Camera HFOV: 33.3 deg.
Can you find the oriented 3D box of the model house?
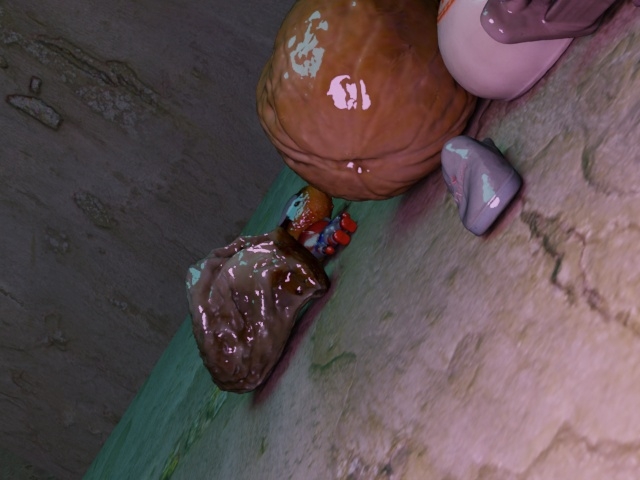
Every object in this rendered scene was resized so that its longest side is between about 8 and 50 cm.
[{"bbox_3d":[0.281,-0.302,1.079,0.229,0.122,0.188,-59,10,-24],"label":"model house"}]

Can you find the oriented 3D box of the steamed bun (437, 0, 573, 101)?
[{"bbox_3d":[0.223,-0.287,1.273,0.232,0.145,0.232,-56,9,14],"label":"steamed bun"}]

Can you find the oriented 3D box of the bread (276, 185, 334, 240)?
[{"bbox_3d":[-0.049,0.016,1.974,0.139,0.095,0.269,-88,17,-77],"label":"bread"}]

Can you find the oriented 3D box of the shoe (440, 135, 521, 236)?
[{"bbox_3d":[0.155,-0.069,1.120,0.079,0.078,0.195,-54,5,18],"label":"shoe"}]

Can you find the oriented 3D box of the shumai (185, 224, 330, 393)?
[{"bbox_3d":[-0.090,0.121,1.692,0.261,0.221,0.225,85,175,-50],"label":"shumai"}]

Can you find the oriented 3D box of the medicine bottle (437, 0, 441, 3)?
[{"bbox_3d":[0.270,-0.430,1.476,0.289,0.157,0.157,-57,9,5],"label":"medicine bottle"}]

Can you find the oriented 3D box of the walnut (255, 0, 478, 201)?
[{"bbox_3d":[0.062,-0.213,1.447,0.333,0.332,0.333,-56,9,13],"label":"walnut"}]

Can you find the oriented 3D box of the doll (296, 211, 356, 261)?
[{"bbox_3d":[0.001,0.000,1.816,0.194,0.062,0.104,-23,52,62],"label":"doll"}]
